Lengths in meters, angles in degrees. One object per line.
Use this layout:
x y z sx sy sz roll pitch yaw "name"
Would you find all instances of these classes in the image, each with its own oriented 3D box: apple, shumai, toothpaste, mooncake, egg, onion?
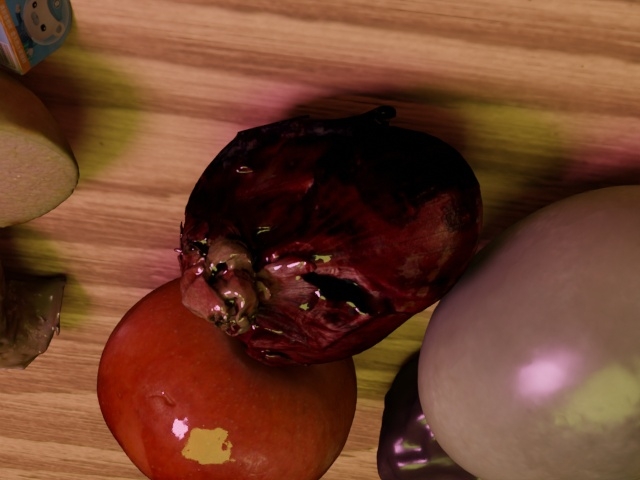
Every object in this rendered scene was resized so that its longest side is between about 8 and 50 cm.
-0.092 0.153 1.058 0.272 0.251 0.206 36 118 -4 "apple"
-0.334 -0.088 0.942 0.193 0.120 0.265 25 146 -38 "apple"
-0.373 0.086 1.110 0.175 0.166 0.206 24 161 -27 "shumai"
-0.263 -0.237 0.820 0.044 0.070 0.193 25 144 29 "toothpaste"
0.207 0.236 1.169 0.283 0.141 0.283 3 137 3 "mooncake"
0.245 0.093 0.918 0.258 0.258 0.352 34 122 -24 "egg"
0.011 -0.003 0.891 0.281 0.281 0.221 -12 93 22 "onion"
